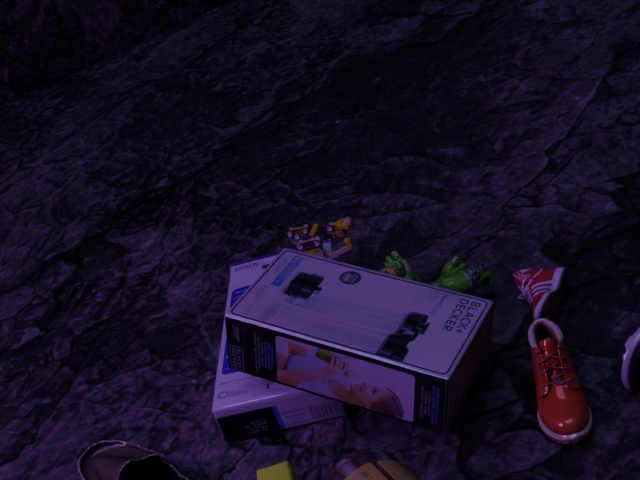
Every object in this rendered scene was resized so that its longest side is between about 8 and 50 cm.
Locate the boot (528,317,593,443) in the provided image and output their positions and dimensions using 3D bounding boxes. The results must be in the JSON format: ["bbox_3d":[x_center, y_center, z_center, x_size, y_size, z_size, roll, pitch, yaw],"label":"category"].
[{"bbox_3d":[0.264,0.157,1.252,0.059,0.084,0.158,-15,32,8],"label":"boot"}]

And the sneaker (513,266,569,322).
[{"bbox_3d":[0.272,0.072,1.421,0.067,0.042,0.118,2,30,28],"label":"sneaker"}]

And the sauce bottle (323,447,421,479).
[{"bbox_3d":[0.113,0.321,1.048,0.111,0.111,0.344,-29,28,-13],"label":"sauce bottle"}]

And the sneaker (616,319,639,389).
[{"bbox_3d":[0.441,0.110,1.214,0.235,0.084,0.097,-24,32,-4],"label":"sneaker"}]

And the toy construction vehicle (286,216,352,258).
[{"bbox_3d":[0.000,0.000,1.600,0.098,0.035,0.086,-12,21,9],"label":"toy construction vehicle"}]

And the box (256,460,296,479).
[{"bbox_3d":[-0.025,0.326,1.136,0.042,0.109,0.178,-17,30,0],"label":"box"}]

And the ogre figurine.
[{"bbox_3d":[0.121,0.068,1.481,0.197,0.096,0.118,16,27,25],"label":"ogre figurine"}]

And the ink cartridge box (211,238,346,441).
[{"bbox_3d":[-0.051,0.127,1.514,0.165,0.065,0.332,-14,32,10],"label":"ink cartridge box"}]

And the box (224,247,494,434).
[{"bbox_3d":[0.049,0.115,1.356,0.290,0.087,0.169,15,36,22],"label":"box"}]

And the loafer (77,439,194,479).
[{"bbox_3d":[-0.212,0.286,1.338,0.251,0.087,0.094,11,44,43],"label":"loafer"}]
